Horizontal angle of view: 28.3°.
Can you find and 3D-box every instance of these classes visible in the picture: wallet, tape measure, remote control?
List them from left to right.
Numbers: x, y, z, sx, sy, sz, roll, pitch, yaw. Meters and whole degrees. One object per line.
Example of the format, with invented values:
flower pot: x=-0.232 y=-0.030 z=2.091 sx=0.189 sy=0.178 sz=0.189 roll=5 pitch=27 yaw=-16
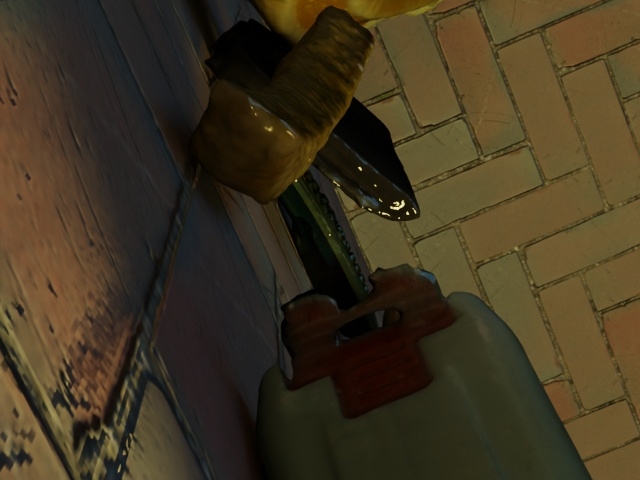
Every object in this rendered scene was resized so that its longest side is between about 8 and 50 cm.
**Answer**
wallet: x=-0.008 y=-0.112 z=1.079 sx=0.197 sy=0.051 sz=0.377 roll=38 pitch=9 yaw=-9
remote control: x=0.000 y=0.000 z=1.081 sx=0.072 sy=0.042 sz=0.222 roll=-111 pitch=176 yaw=-54
tape measure: x=0.076 y=0.163 z=0.437 sx=0.243 sy=0.125 sz=0.246 roll=-107 pitch=172 yaw=-60

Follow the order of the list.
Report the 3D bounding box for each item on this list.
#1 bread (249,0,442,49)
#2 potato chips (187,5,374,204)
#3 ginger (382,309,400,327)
bread: x=-0.038 y=-0.326 z=1.137 sx=0.341 sy=0.210 sz=0.300 roll=46 pitch=27 yaw=4
potato chips: x=-0.015 y=-0.085 z=0.788 sx=0.057 sy=0.080 sz=0.407 roll=30 pitch=18 yaw=-1
ginger: x=0.085 y=0.150 z=1.039 sx=0.334 sy=0.081 sz=0.148 roll=-101 pitch=169 yaw=-58
